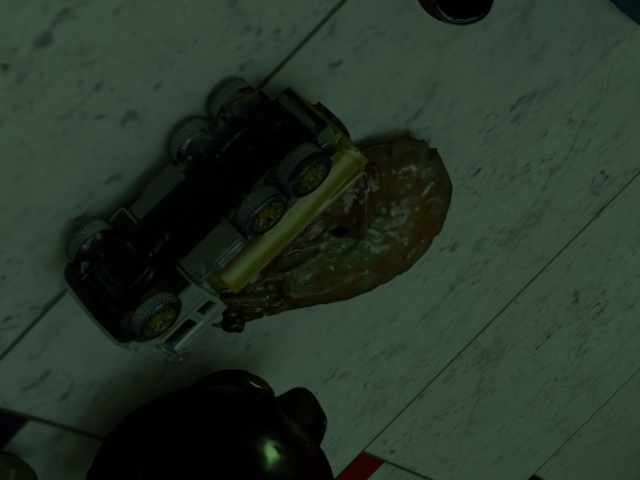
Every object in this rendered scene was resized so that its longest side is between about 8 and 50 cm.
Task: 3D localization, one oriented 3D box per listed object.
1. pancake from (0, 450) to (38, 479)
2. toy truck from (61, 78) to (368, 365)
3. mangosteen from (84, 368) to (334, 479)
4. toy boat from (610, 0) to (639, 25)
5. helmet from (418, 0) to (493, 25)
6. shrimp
[{"bbox_3d":[-0.330,0.232,0.875,0.242,0.050,0.242,-30,139,-30],"label":"pancake"},{"bbox_3d":[-0.069,-0.015,0.825,0.227,0.098,0.114,-44,156,-2],"label":"toy truck"},{"bbox_3d":[-0.089,0.219,1.013,0.265,0.228,0.228,-73,-176,-53],"label":"mangosteen"},{"bbox_3d":[0.311,-0.241,1.003,0.238,0.109,0.098,10,101,-58],"label":"toy boat"},{"bbox_3d":[0.098,-0.200,0.841,0.065,0.049,0.084,16,93,-18],"label":"helmet"},{"bbox_3d":[-0.001,0.000,0.971,0.294,0.062,0.154,-26,134,-32],"label":"shrimp"}]
